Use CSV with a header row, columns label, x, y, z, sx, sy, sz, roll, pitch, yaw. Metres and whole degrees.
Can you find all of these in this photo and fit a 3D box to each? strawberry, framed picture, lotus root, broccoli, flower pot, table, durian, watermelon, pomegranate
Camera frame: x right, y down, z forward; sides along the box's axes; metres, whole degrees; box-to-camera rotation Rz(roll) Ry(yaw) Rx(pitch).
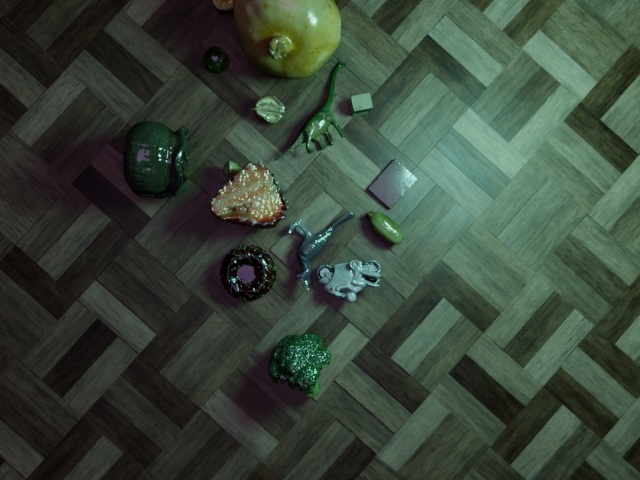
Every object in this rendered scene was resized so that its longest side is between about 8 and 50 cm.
label,x,y,z,sx,sy,sz,roll,pitch,yaw
strawberry,-0.272,-0.139,1.799,0.280,0.150,0.253,-45,101,-15
framed picture,0.295,-0.232,1.888,0.128,0.023,0.168,42,88,-1
lotus root,0.260,-0.057,1.852,0.183,0.090,0.077,42,116,2
broccoli,-0.069,0.503,1.780,0.254,0.269,0.269,-20,90,3
flower pot,-0.618,-0.299,1.745,0.213,0.302,0.301,5,89,-13
table,0.162,-0.549,1.858,0.079,0.083,0.062,-11,90,-2
durian,-0.218,-0.526,1.855,0.140,0.071,0.110,-2,94,-15
watermelon,-0.427,-0.736,1.857,0.106,0.062,0.105,0,94,0
pomegranate,-0.123,-0.794,1.709,0.412,0.411,0.411,0,89,-2

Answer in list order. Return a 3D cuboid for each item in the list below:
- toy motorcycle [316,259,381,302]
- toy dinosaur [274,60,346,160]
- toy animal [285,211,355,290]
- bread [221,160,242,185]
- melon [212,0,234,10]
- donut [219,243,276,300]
label,x,y,z,sx,sy,sz,roll,pitch,yaw
toy motorcycle,0.115,0.164,1.833,0.260,0.110,0.170,-6,86,7
toy dinosaur,-0.033,-0.516,1.854,0.447,0.087,0.300,-26,91,-8
toy animal,-0.039,-0.005,1.850,0.206,0.081,0.367,32,81,3
bread,-0.346,-0.247,1.841,0.094,0.083,0.157,-23,115,-20
melon,-0.376,-0.995,1.861,0.128,0.079,0.160,-28,91,16
donut,-0.296,0.130,1.835,0.235,0.089,0.235,0,91,0
